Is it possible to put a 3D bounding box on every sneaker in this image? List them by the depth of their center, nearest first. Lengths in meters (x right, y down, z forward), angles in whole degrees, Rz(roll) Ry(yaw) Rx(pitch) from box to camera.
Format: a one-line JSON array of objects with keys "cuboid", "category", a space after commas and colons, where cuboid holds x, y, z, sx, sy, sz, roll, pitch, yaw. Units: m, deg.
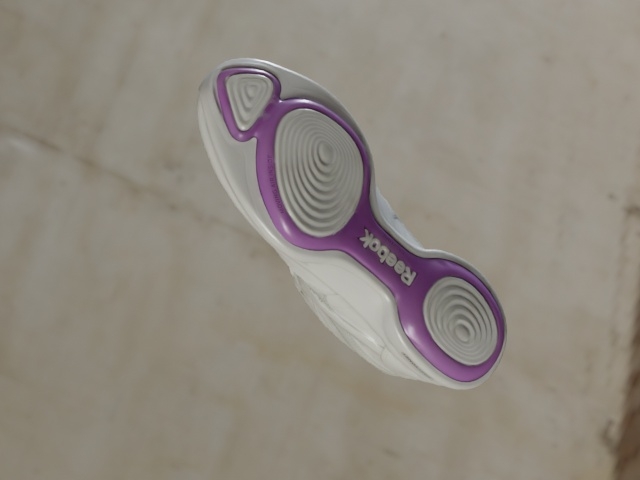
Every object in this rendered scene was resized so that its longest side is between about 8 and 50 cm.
[{"cuboid": [0.000, 0.000, 1.387, 0.114, 0.305, 0.152, -47, 18, -24], "category": "sneaker"}]
